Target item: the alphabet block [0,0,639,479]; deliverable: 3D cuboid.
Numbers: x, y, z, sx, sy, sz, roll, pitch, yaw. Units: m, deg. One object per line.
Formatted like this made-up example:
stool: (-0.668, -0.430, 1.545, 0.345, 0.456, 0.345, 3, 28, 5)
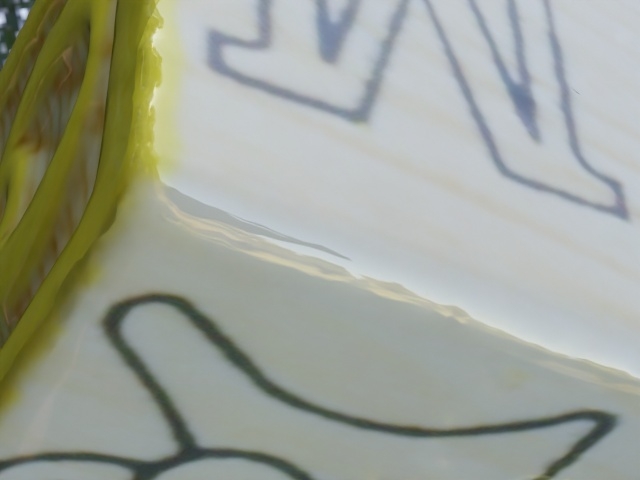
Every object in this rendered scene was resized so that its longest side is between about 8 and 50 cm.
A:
alphabet block: (0.000, 0.000, 0.450, 0.192, 0.197, 0.193, -51, -150, 40)
